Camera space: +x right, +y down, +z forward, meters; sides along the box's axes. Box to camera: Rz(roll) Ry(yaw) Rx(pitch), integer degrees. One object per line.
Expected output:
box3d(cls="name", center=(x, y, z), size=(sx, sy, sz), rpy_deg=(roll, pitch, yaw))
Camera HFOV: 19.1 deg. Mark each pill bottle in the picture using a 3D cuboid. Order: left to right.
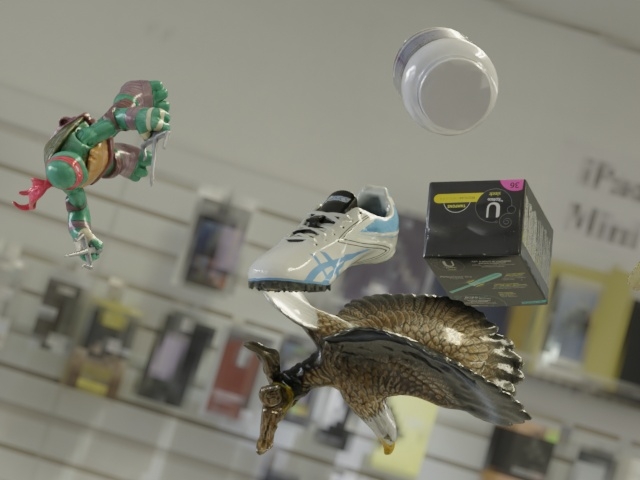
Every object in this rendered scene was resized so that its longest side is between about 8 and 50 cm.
box3d(cls="pill bottle", center=(0.122, -0.153, 1.843), size=(0.094, 0.094, 0.169), rpy_deg=(18, 11, -6))

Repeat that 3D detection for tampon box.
box3d(cls="tampon box", center=(0.203, 0.004, 2.273), size=(0.120, 0.101, 0.161), rpy_deg=(-2, -24, 19))

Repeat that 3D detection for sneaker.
box3d(cls="sneaker", center=(0.000, 0.000, 1.866), size=(0.085, 0.086, 0.237), rpy_deg=(1, 14, 31))

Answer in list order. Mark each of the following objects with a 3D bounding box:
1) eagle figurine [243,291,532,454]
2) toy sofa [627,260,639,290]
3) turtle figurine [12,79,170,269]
box3d(cls="eagle figurine", center=(0.078, 0.145, 2.153), size=(0.298, 0.226, 0.225), rpy_deg=(-15, -35, 10))
box3d(cls="toy sofa", center=(0.495, 0.079, 1.837), size=(0.362, 0.177, 0.150), rpy_deg=(46, -30, 15))
box3d(cls="turtle figurine", center=(-0.222, -0.082, 1.930), size=(0.118, 0.175, 0.234), rpy_deg=(36, 24, -3))
